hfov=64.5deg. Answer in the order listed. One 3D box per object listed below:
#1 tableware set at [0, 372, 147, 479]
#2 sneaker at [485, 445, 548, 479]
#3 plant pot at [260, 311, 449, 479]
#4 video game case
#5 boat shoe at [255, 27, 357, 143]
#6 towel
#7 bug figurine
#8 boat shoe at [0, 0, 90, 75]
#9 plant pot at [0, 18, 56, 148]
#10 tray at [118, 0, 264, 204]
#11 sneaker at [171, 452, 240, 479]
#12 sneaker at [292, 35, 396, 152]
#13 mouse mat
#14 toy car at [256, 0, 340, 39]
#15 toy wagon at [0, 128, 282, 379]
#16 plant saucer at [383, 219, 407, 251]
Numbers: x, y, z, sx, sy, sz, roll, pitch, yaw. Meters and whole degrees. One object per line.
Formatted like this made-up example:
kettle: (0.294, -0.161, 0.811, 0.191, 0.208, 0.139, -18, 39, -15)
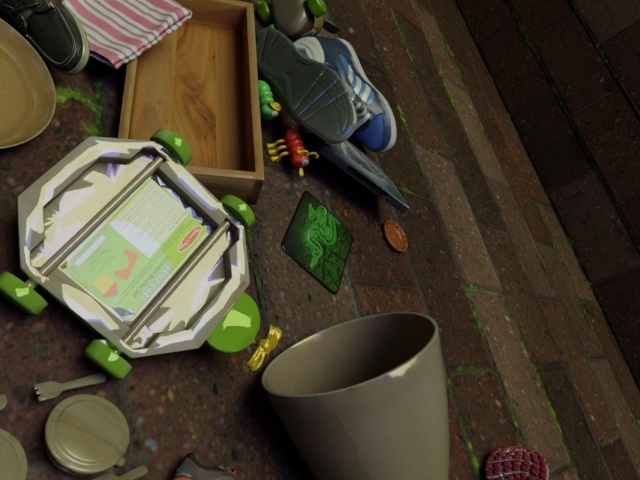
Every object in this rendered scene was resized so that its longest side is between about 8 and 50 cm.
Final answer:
tableware set: (-0.281, 0.209, 0.492, 0.194, 0.039, 0.128, 2, 47, -56)
sneaker: (0.382, 0.531, 0.995, 0.299, 0.120, 0.112, -50, 133, -54)
plant pot: (0.079, 0.279, 0.727, 0.256, 0.256, 0.274, -29, 104, -55)
video game case: (0.079, -0.183, 1.173, 0.274, 0.026, 0.196, 29, 24, -33)
boat shoe: (-0.038, -0.314, 1.062, 0.320, 0.118, 0.103, 46, -3, 19)
towel: (-0.316, -0.355, 0.798, 0.144, 0.029, 0.197, 32, 55, 3)
bug figurine: (-0.129, -0.225, 0.970, 0.279, 0.072, 0.216, -6, 68, -51)
boat shoe: (-0.405, -0.326, 0.698, 0.224, 0.080, 0.073, 56, 14, 7)
plant pot: (-0.448, -0.203, 0.609, 0.236, 0.032, 0.236, 31, 43, -34)
tray: (-0.208, -0.250, 0.830, 0.202, 0.076, 0.411, 3, 59, -17)
sneaker: (-0.107, 0.306, 0.612, 0.158, 0.061, 0.065, 42, 32, -22)
sneaker: (0.031, -0.336, 1.216, 0.236, 0.130, 0.323, -28, 91, -45)
mouse mat: (0.000, 0.000, 1.012, 0.152, 0.007, 0.190, 43, 37, -20)
toy car: (-0.036, -0.538, 1.264, 0.188, 0.155, 0.149, 20, 49, -57)
toy wagon: (-0.195, 0.038, 0.634, 0.344, 0.068, 0.267, 46, 61, -17)
plant saucer: (0.179, -0.009, 1.224, 0.083, 0.013, 0.084, 30, 43, -33)
